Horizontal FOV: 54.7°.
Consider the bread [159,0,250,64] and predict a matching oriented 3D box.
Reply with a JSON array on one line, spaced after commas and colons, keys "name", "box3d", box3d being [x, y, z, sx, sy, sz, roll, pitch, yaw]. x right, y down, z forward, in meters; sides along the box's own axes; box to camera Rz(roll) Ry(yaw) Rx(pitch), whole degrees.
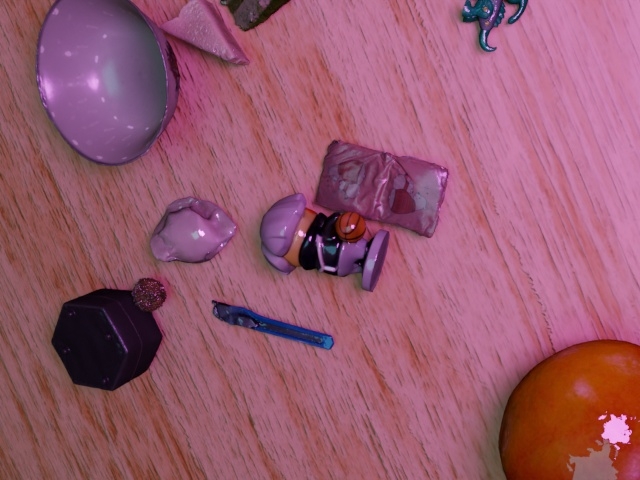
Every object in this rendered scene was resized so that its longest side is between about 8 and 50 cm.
[{"name": "bread", "box3d": [-0.223, -0.380, 1.202, 0.105, 0.077, 0.152, -34, 85, 23]}]

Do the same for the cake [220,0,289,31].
[{"name": "cake", "box3d": [-0.080, -0.486, 1.141, 0.235, 0.099, 0.100, -29, 91, 47]}]

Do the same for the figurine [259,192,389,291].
[{"name": "figurine", "box3d": [0.000, 0.000, 1.150, 0.236, 0.133, 0.176, 16, 139, 14]}]

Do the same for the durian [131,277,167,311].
[{"name": "durian", "box3d": [-0.382, 0.123, 1.394, 0.091, 0.080, 0.080, 4, 104, 29]}]

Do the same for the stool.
[{"name": "stool", "box3d": [-0.495, 0.227, 1.431, 0.232, 0.141, 0.232, 6, 105, 23]}]

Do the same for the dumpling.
[{"name": "dumpling", "box3d": [-0.278, -0.024, 1.311, 0.176, 0.092, 0.150, -25, 78, 32]}]

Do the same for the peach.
[{"name": "peach", "box3d": [0.444, 0.310, 0.968, 0.308, 0.308, 0.332, 43, 101, 9]}]

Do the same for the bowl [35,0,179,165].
[{"name": "bowl", "box3d": [-0.388, -0.326, 1.237, 0.337, 0.157, 0.337, 9, 110, 26]}]

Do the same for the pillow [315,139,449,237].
[{"name": "pillow", "box3d": [0.110, -0.100, 1.141, 0.248, 0.049, 0.135, 17, 108, 24]}]

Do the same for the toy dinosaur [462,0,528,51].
[{"name": "toy dinosaur", "box3d": [0.281, -0.372, 0.999, 0.096, 0.059, 0.132, 14, 100, 14]}]

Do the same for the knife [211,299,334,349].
[{"name": "knife", "box3d": [-0.108, 0.179, 1.315, 0.296, 0.026, 0.044, 12, 95, 22]}]
